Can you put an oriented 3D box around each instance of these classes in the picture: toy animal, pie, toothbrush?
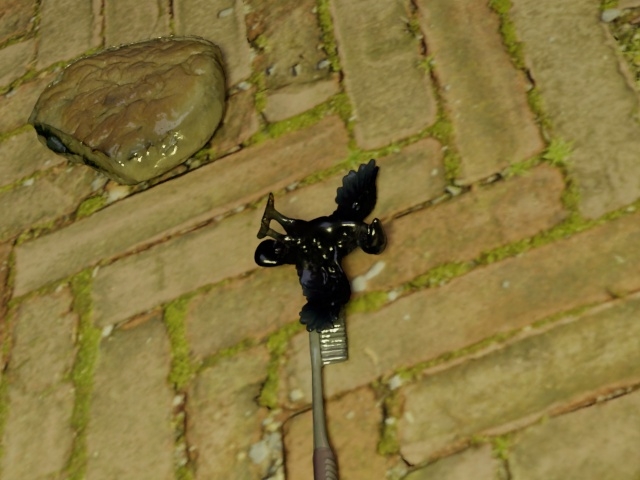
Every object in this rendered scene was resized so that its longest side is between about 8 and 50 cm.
[{"bbox_3d":[0.000,0.000,1.125,0.108,0.062,0.220,8,41,4],"label":"toy animal"},{"bbox_3d":[-0.178,-0.140,1.360,0.185,0.052,0.218,-47,44,-16],"label":"pie"},{"bbox_3d":[0.010,0.180,0.980,0.029,0.024,0.354,-10,45,8],"label":"toothbrush"}]
